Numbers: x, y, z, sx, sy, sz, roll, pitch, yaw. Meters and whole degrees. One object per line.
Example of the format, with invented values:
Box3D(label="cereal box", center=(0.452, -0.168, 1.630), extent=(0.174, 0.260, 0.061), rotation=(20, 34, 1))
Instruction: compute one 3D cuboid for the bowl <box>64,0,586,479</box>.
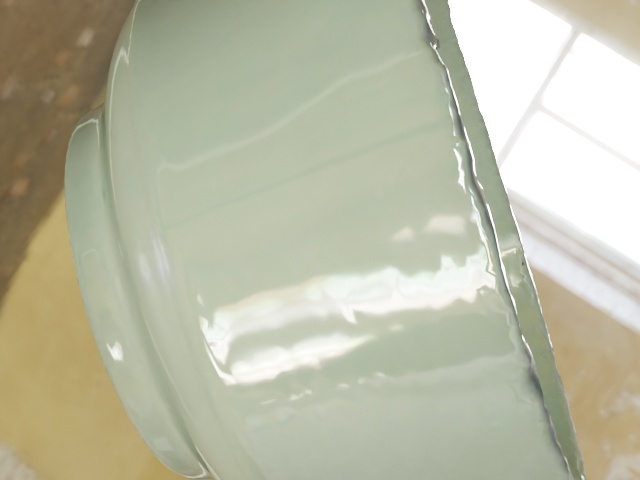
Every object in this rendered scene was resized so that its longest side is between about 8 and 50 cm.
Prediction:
Box3D(label="bowl", center=(0.000, 0.000, 0.423), extent=(0.112, 0.211, 0.211), rotation=(-15, -5, 10))
